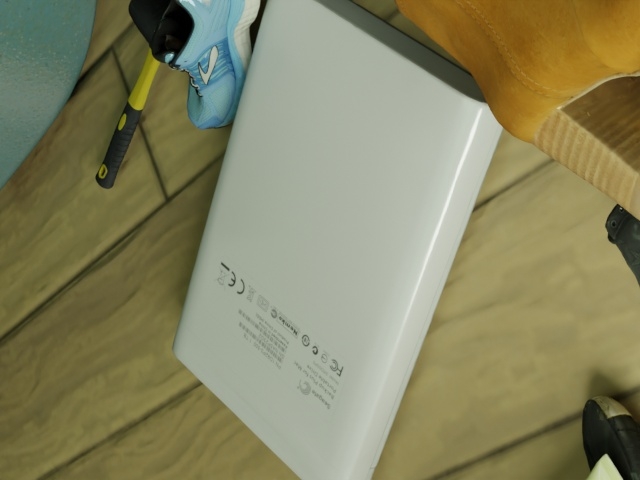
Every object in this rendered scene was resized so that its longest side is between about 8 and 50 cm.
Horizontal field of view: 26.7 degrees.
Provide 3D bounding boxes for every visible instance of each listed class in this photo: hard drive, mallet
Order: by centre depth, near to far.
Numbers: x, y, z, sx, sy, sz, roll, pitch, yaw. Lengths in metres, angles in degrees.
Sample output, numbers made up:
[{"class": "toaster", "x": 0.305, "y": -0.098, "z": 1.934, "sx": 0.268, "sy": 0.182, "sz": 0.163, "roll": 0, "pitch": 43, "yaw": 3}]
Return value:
[{"class": "hard drive", "x": 0.000, "y": 0.000, "z": 0.924, "sx": 0.203, "sy": 0.040, "sz": 0.307, "roll": 39, "pitch": 122, "yaw": 36}, {"class": "mallet", "x": -0.139, "y": -0.107, "z": 1.064, "sx": 0.062, "sy": 0.039, "sz": 0.189, "roll": 45, "pitch": 131, "yaw": 30}]

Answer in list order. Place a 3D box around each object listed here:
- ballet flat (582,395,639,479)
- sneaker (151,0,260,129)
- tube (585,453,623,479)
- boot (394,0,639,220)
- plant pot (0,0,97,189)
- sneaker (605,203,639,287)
[{"class": "ballet flat", "x": 0.198, "y": 0.160, "z": 0.747, "sx": 0.057, "sy": 0.049, "sz": 0.173, "roll": 98, "pitch": 148, "yaw": -57}, {"class": "sneaker", "x": -0.089, "y": -0.139, "z": 0.952, "sx": 0.063, "sy": 0.073, "sz": 0.162, "roll": 54, "pitch": 155, "yaw": 31}, {"class": "tube", "x": 0.127, "y": 0.227, "z": 0.793, "sx": 0.070, "sy": 0.062, "sz": 0.240, "roll": 31, "pitch": 131, "yaw": -2}, {"class": "boot", "x": 0.106, "y": -0.154, "z": 0.606, "sx": 0.211, "sy": 0.104, "sz": 0.295, "roll": 45, "pitch": 155, "yaw": 24}, {"class": "plant pot", "x": -0.331, "y": -0.202, "z": 1.110, "sx": 0.252, "sy": 0.248, "sz": 0.247, "roll": -37, "pitch": 68, "yaw": 26}, {"class": "sneaker", "x": 0.180, "y": -0.028, "z": 0.720, "sx": 0.089, "sy": 0.051, "sz": 0.170, "roll": -40, "pitch": 70, "yaw": 39}]
